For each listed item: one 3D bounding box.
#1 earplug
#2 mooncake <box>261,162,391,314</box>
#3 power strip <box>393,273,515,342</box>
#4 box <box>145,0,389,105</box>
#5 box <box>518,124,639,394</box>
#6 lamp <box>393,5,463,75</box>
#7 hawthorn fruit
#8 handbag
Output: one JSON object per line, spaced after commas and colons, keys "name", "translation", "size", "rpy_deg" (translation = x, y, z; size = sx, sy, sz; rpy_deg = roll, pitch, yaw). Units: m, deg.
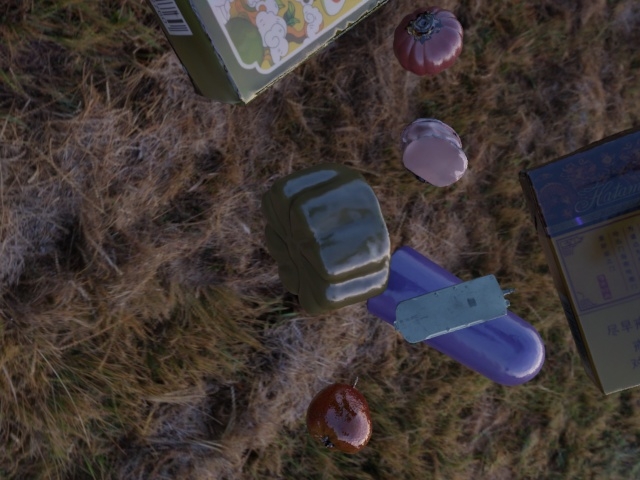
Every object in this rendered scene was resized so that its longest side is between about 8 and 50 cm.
{"name": "earplug", "translation": [0.356, 0.209, 1.510], "size": [0.455, 0.215, 0.215], "rpy_deg": [31, 62, 25]}
{"name": "mooncake", "translation": [0.000, 0.000, 1.447], "size": [0.200, 0.378, 0.379], "rpy_deg": [-17, 91, -24]}
{"name": "power strip", "translation": [0.243, 0.123, 1.063], "size": [0.226, 0.029, 0.080], "rpy_deg": [-18, 86, 10]}
{"name": "box", "translation": [-0.061, -0.440, 0.733], "size": [0.420, 0.138, 0.373], "rpy_deg": [-40, 128, -18]}
{"name": "box", "translation": [0.540, 0.025, 1.014], "size": [0.264, 0.116, 0.416], "rpy_deg": [-20, 90, 12]}
{"name": "lamp", "translation": [0.164, -0.305, 0.891], "size": [0.092, 0.107, 0.108], "rpy_deg": [40, 58, -66]}
{"name": "hawthorn fruit", "translation": [0.064, 0.490, 1.680], "size": [0.196, 0.196, 0.226], "rpy_deg": [41, 52, -17]}
{"name": "handbag", "translation": [0.340, -0.268, 1.768], "size": [0.205, 0.179, 0.116], "rpy_deg": [30, 41, -15]}
